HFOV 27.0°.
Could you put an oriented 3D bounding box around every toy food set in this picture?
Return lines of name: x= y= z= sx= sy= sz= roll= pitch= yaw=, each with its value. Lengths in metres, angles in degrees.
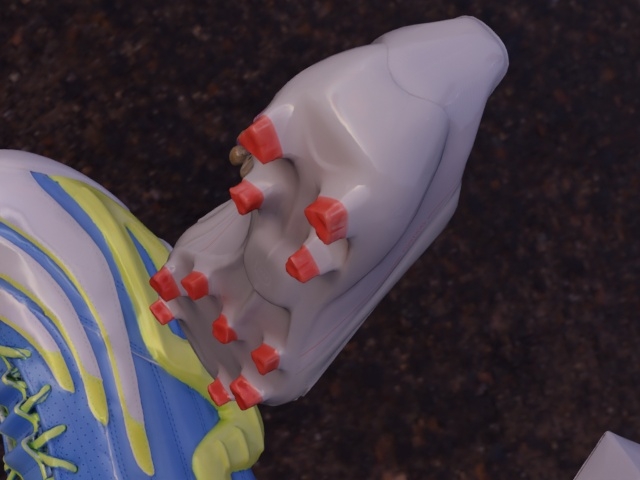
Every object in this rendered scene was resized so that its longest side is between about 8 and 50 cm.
toy food set: x=-0.063 y=-0.102 z=1.334 sx=0.019 sy=0.122 sz=0.078 roll=39 pitch=94 yaw=-18

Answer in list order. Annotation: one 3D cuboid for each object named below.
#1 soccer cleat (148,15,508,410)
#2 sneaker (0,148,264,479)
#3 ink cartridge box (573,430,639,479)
soccer cleat: x=0.000 y=0.000 z=0.412 sx=0.076 sy=0.196 sz=0.068 roll=-33 pitch=80 yaw=-27
sneaker: x=-0.086 y=0.080 z=0.515 sx=0.240 sy=0.091 sz=0.126 roll=54 pitch=31 yaw=-9
ink cartridge box: x=0.322 y=0.278 z=0.903 sx=0.307 sy=0.129 sz=0.223 roll=22 pitch=17 yaw=-20
